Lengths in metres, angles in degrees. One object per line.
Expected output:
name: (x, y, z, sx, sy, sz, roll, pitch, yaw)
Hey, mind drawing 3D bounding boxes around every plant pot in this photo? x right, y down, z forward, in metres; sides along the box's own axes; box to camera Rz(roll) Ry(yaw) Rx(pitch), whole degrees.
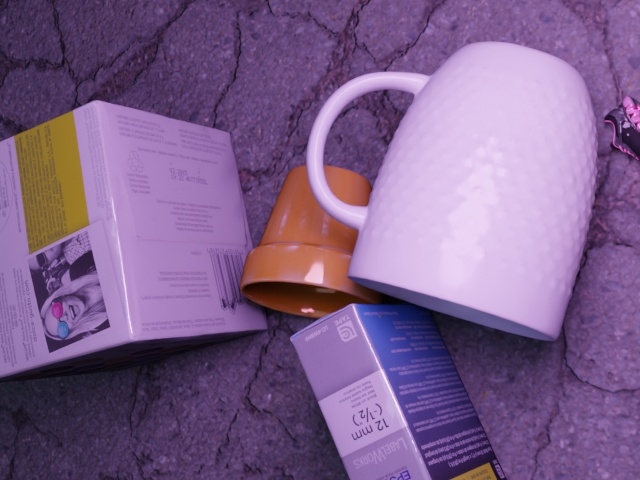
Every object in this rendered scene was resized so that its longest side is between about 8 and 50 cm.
plant pot: (0.000, 0.000, 1.369, 0.205, 0.205, 0.188, 0, 70, 29)

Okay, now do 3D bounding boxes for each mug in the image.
mug: (0.165, -0.083, 1.202, 0.373, 0.276, 0.328, 17, 85, 2)

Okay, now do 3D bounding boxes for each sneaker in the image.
sneaker: (0.410, -0.127, 1.229, 0.057, 0.047, 0.119, -33, 64, 30)

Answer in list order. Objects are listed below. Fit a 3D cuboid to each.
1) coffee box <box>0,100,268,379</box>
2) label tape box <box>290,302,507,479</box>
coffee box: (-0.330, 0.018, 1.453, 0.334, 0.337, 0.338, -17, 79, 27)
label tape box: (0.123, 0.258, 1.238, 0.115, 0.249, 0.348, -29, 73, 24)
